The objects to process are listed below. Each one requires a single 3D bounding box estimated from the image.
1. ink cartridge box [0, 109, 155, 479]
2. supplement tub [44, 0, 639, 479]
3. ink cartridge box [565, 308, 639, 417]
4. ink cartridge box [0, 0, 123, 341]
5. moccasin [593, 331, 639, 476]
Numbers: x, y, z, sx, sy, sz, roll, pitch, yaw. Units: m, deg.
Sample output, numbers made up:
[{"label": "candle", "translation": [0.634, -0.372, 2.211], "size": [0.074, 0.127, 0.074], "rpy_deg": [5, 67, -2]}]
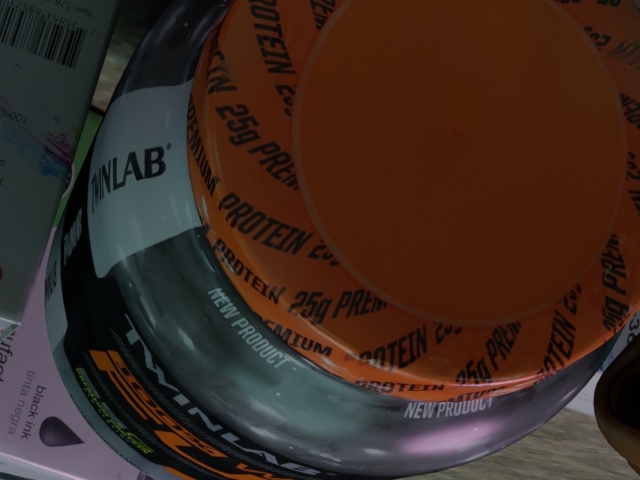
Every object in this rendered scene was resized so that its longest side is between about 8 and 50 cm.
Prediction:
[{"label": "ink cartridge box", "translation": [-0.132, 0.052, 0.921], "size": [0.289, 0.211, 0.121], "rpy_deg": [26, 159, -38]}, {"label": "supplement tub", "translation": [0.000, 0.000, 0.624], "size": [0.207, 0.207, 0.338], "rpy_deg": [18, 164, -10]}, {"label": "ink cartridge box", "translation": [0.168, 0.014, 0.687], "size": [0.067, 0.115, 0.198], "rpy_deg": [20, 163, -20]}, {"label": "ink cartridge box", "translation": [-0.174, -0.053, 0.654], "size": [0.128, 0.176, 0.127], "rpy_deg": [20, 163, -15]}, {"label": "moccasin", "translation": [0.259, 0.010, 0.454], "size": [0.380, 0.139, 0.147], "rpy_deg": [-20, 139, 40]}]
